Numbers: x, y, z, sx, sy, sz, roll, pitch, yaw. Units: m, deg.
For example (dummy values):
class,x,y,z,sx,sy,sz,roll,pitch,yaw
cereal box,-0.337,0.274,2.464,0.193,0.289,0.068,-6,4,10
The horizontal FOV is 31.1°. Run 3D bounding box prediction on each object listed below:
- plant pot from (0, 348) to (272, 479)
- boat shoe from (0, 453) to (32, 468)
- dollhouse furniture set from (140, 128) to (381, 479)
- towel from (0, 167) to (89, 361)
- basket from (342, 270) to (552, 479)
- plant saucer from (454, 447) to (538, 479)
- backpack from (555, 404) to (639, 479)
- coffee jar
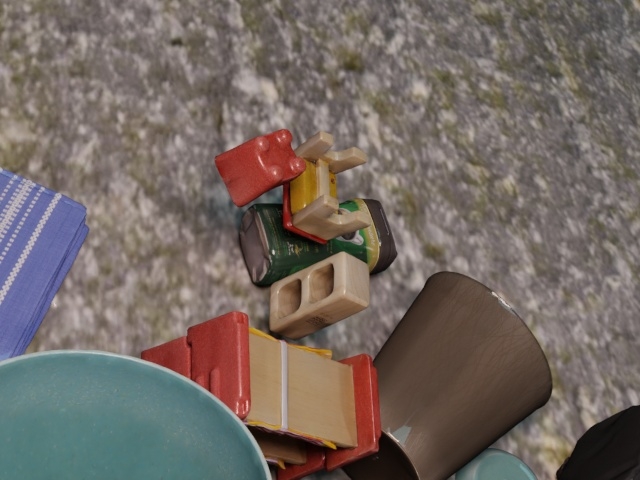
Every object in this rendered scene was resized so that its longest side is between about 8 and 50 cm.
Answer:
class,x,y,z,sx,sy,sz,roll,pitch,yaw
plant pot,-0.203,0.260,0.965,0.290,0.195,0.290,13,35,-9
boat shoe,-0.296,0.219,1.089,0.320,0.118,0.103,-21,64,-42
dollhouse furniture set,-0.063,0.054,1.227,0.201,0.152,0.374,24,52,-40
towel,-0.441,-0.005,1.232,0.336,0.040,0.243,24,53,-7
basket,0.126,0.177,1.300,0.227,0.154,0.204,-39,94,-36
plant saucer,0.214,0.294,1.342,0.119,0.021,0.119,13,53,-17
backpack,0.446,0.369,1.275,0.355,0.273,0.290,53,37,-2
coffee jar,0.000,0.000,1.406,0.184,0.079,0.096,-4,62,-27
